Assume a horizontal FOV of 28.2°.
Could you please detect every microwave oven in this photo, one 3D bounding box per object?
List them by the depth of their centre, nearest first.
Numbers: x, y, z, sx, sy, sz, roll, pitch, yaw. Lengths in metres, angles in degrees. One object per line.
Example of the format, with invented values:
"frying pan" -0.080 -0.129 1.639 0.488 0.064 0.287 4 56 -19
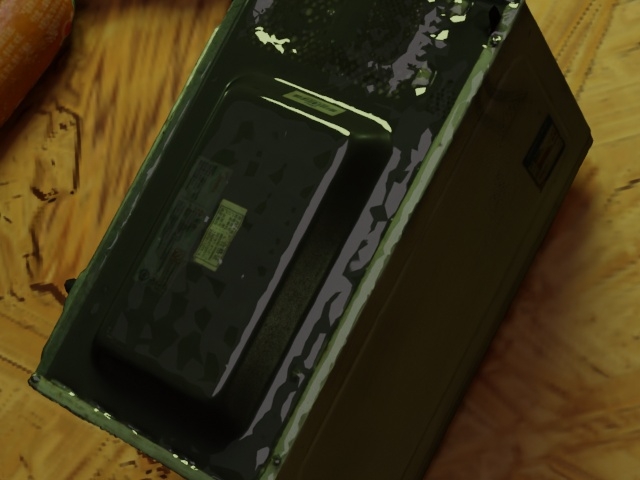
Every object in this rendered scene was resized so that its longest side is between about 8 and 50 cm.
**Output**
"microwave oven" 0.000 0.000 0.515 0.129 0.163 0.205 24 83 28

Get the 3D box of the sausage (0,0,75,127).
"sausage" -0.238 -0.011 0.664 0.053 0.053 0.348 35 84 27
